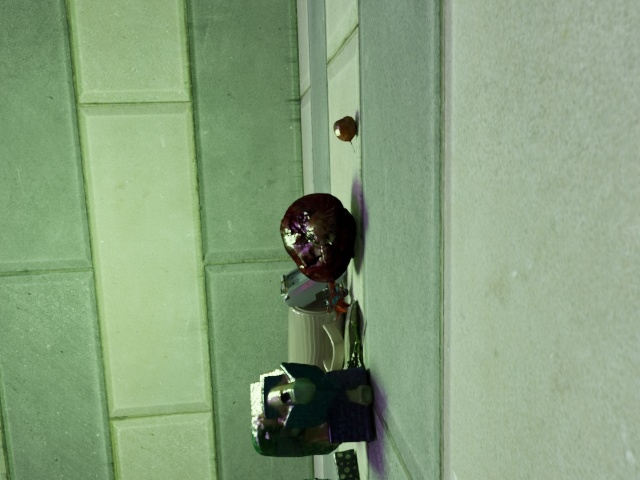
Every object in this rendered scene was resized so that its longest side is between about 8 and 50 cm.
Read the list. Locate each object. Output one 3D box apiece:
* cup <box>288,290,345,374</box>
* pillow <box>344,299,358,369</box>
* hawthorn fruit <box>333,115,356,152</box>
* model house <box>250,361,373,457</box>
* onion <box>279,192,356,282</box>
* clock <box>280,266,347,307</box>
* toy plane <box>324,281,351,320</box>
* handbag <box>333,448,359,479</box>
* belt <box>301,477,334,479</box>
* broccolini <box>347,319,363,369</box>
[{"bbox_3d":[-0.016,0.350,1.944,0.288,0.208,0.273,-81,-7,-70],"label":"cup"},{"bbox_3d":[0.094,0.298,1.680,0.131,0.038,0.233,-74,-14,-62],"label":"pillow"},{"bbox_3d":[0.079,-0.298,1.541,0.103,0.066,0.067,61,-176,-22],"label":"hawthorn fruit"},{"bbox_3d":[-0.001,0.468,1.528,0.280,0.312,0.245,-25,57,42],"label":"model house"},{"bbox_3d":[-0.004,-0.001,1.632,0.281,0.221,0.281,168,90,-80],"label":"onion"},{"bbox_3d":[-0.023,0.128,1.926,0.083,0.253,0.186,56,-174,-21],"label":"clock"},{"bbox_3d":[0.038,0.160,1.770,0.061,0.130,0.189,-14,108,45],"label":"toy plane"},{"bbox_3d":[0.087,0.787,1.864,0.139,0.072,0.115,89,171,-53],"label":"handbag"},{"bbox_3d":[0.017,0.880,1.720,0.207,0.294,0.161,-65,-31,-65],"label":"belt"},{"bbox_3d":[0.101,0.300,1.595,0.052,0.054,0.194,-50,-39,-53],"label":"broccolini"}]
